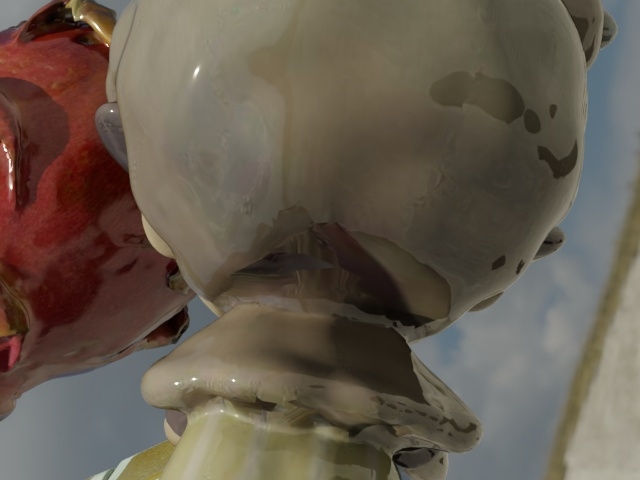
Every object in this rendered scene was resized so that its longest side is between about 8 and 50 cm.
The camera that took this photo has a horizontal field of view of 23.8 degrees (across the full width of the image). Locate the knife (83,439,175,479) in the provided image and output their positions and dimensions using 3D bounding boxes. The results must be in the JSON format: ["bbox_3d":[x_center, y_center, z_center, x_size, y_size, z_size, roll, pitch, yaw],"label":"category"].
[{"bbox_3d":[-0.111,0.146,0.881,0.027,0.343,0.061,54,-146,-11],"label":"knife"}]

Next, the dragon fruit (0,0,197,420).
[{"bbox_3d":[-0.180,-0.021,0.983,0.315,0.250,0.250,-29,-52,-33],"label":"dragon fruit"}]

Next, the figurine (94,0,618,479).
[{"bbox_3d":[0.000,0.001,0.673,0.203,0.248,0.380,93,-173,-68],"label":"figurine"}]
